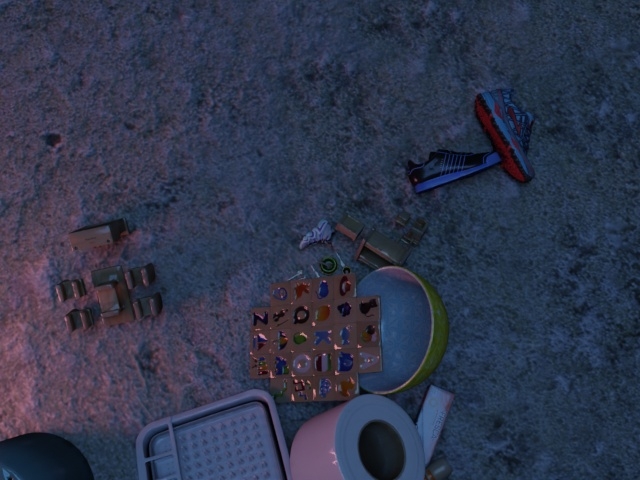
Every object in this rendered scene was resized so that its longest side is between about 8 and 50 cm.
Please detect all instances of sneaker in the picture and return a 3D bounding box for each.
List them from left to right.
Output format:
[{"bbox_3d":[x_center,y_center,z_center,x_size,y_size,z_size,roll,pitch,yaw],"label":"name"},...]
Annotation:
[{"bbox_3d":[0.000,0.000,1.785,0.069,0.038,0.098,42,81,11],"label":"sneaker"},{"bbox_3d":[0.331,-0.194,1.804,0.232,0.081,0.090,-19,84,-2],"label":"sneaker"},{"bbox_3d":[0.492,-0.274,1.810,0.125,0.104,0.261,-20,77,-6],"label":"sneaker"}]

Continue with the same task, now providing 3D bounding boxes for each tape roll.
[{"bbox_3d":[0.080,0.468,1.544,0.246,0.169,0.246,20,52,-29],"label":"tape roll"}]

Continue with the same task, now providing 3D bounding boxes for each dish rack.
[{"bbox_3d":[-0.232,0.505,1.609,0.333,0.072,0.285,-19,51,-2],"label":"dish rack"}]

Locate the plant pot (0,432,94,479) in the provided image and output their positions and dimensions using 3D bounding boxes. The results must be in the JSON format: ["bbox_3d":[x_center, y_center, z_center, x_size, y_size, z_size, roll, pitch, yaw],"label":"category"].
[{"bbox_3d":[-0.668,0.566,1.559,0.293,0.235,0.292,0,76,1],"label":"plant pot"}]

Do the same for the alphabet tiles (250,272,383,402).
[{"bbox_3d":[-0.016,0.227,1.667,0.343,0.011,0.285,-9,74,27],"label":"alphabet tiles"}]

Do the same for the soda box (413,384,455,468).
[{"bbox_3d":[0.247,0.428,1.666,0.063,0.058,0.183,22,77,6],"label":"soda box"}]

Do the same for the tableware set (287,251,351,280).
[{"bbox_3d":[0.002,0.100,1.768,0.154,0.024,0.104,-28,78,-6],"label":"tableware set"}]

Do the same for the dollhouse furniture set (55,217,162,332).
[{"bbox_3d":[-0.511,0.080,1.748,0.212,0.161,0.242,-12,98,-2],"label":"dollhouse furniture set"}]

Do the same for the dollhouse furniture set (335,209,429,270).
[{"bbox_3d":[0.146,-0.016,1.778,0.182,0.101,0.161,33,55,9],"label":"dollhouse furniture set"}]

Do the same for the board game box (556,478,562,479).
[{"bbox_3d":[0.565,0.740,1.573,0.254,0.079,0.336,30,78,8],"label":"board game box"}]

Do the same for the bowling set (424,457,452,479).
[{"bbox_3d":[0.280,0.623,1.527,0.154,0.200,0.287,-32,88,-4],"label":"bowling set"}]

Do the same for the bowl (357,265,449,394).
[{"bbox_3d":[0.195,0.212,1.654,0.156,0.290,0.289,15,72,-40],"label":"bowl"}]
